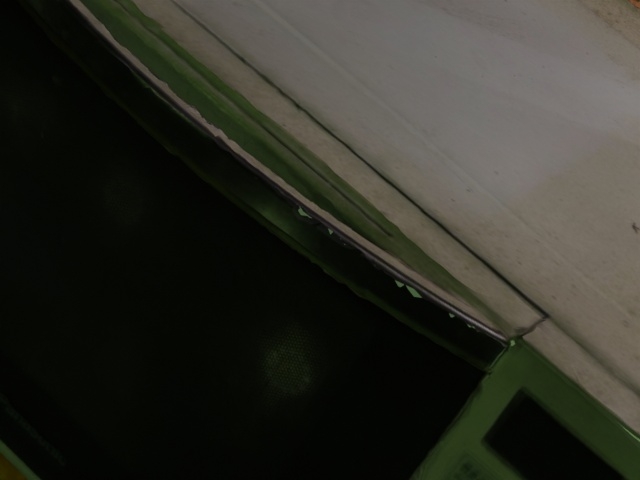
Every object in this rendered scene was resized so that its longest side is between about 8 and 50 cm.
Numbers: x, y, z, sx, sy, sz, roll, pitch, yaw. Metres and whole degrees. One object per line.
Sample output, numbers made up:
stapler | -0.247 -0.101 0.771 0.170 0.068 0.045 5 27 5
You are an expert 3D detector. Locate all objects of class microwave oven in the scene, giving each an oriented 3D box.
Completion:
microwave oven | 0.000 0.000 0.790 0.394 0.333 0.247 41 125 16

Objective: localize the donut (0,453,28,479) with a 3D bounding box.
donut | -0.079 0.214 0.954 0.303 0.110 0.303 3 102 16
